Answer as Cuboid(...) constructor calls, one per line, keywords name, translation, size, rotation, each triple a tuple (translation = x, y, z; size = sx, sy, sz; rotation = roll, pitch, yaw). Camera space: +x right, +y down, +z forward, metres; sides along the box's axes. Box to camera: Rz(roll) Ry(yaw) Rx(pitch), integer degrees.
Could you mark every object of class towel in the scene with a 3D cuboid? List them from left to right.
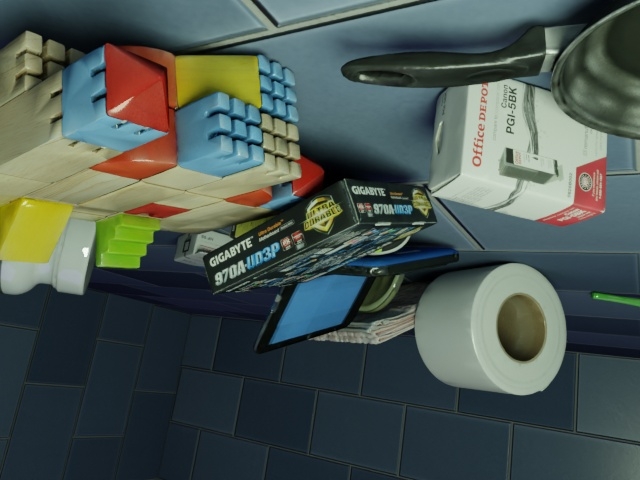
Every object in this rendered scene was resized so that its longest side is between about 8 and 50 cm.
Cuboid(name="towel", translation=(0.149, 0.158, 1.269), size=(0.317, 0.053, 0.332), rotation=(-17, -178, -32))

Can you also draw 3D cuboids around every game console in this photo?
Cuboid(name="game console", translation=(0.068, 0.101, 0.935), size=(0.250, 0.173, 0.293), rotation=(1, -176, 37))

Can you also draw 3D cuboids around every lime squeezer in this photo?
Cuboid(name="lime squeezer", translation=(0.727, 0.142, 1.103), size=(0.311, 0.058, 0.110), rotation=(6, 166, 7))

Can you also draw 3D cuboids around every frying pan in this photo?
Cuboid(name="frying pan", translation=(0.202, -0.117, 0.389), size=(0.326, 0.053, 0.197), rotation=(1, 165, 35))

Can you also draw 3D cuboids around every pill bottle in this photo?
Cuboid(name="pill bottle", translation=(-0.560, -0.026, 0.898), size=(0.363, 0.210, 0.210), rotation=(14, 165, -18))

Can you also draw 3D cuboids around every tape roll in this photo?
Cuboid(name="tape roll", translation=(0.333, 0.172, 1.077), size=(0.246, 0.246, 0.169), rotation=(15, 164, -24))

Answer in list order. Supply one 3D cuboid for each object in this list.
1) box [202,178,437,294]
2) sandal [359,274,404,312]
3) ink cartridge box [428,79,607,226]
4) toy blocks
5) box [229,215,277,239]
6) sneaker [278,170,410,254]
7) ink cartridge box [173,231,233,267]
Cuboid(name="box", translation=(0.000, 0.000, 0.636), size=(0.220, 0.051, 0.175), rotation=(-26, 166, 35))
Cuboid(name="sandal", translation=(0.054, 0.086, 1.188), size=(0.303, 0.120, 0.086), rotation=(-5, 147, 46))
Cuboid(name="ink cartridge box", translation=(0.169, -0.077, 0.468), size=(0.135, 0.099, 0.056), rotation=(11, 166, -13))
Cuboid(name="toy blocks", translation=(-0.136, -0.088, 0.508), size=(0.261, 0.190, 0.381), rotation=(-12, 168, 34))
Cuboid(name="box", translation=(-0.035, -0.020, 0.910), size=(0.232, 0.058, 0.087), rotation=(-1, 163, 33))
Cuboid(name="sneaker", translation=(0.038, -0.038, 0.739), size=(0.235, 0.084, 0.097), rotation=(15, 164, -24))
Cuboid(name="ink cartridge box", translation=(-0.240, 0.020, 1.196), size=(0.104, 0.060, 0.180), rotation=(17, 164, -29))
